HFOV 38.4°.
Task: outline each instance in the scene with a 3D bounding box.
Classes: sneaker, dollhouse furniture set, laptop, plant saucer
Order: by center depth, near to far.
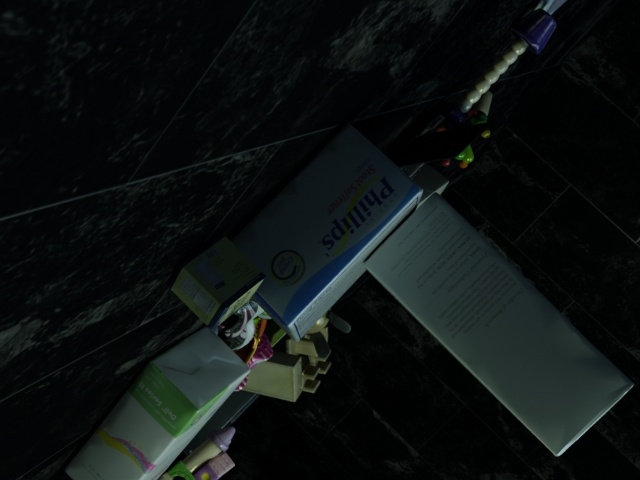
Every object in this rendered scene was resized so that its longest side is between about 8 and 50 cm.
[{"bbox_3d":[-0.157,0.138,1.609,0.077,0.072,0.178,-24,152,-38],"label":"sneaker"},{"bbox_3d":[-0.131,0.176,1.736,0.067,0.064,0.175,-29,-147,46],"label":"sneaker"},{"bbox_3d":[0.202,-0.119,1.830,0.234,0.136,0.264,-39,153,-54],"label":"laptop"},{"bbox_3d":[-0.184,0.236,1.834,0.111,0.103,0.252,-31,-176,26],"label":"sneaker"},{"bbox_3d":[-0.088,0.247,2.124,0.242,0.161,0.212,-52,146,-55],"label":"dollhouse furniture set"},{"bbox_3d":[-0.073,0.178,2.295,0.188,0.045,0.188,-44,172,-19],"label":"plant saucer"}]

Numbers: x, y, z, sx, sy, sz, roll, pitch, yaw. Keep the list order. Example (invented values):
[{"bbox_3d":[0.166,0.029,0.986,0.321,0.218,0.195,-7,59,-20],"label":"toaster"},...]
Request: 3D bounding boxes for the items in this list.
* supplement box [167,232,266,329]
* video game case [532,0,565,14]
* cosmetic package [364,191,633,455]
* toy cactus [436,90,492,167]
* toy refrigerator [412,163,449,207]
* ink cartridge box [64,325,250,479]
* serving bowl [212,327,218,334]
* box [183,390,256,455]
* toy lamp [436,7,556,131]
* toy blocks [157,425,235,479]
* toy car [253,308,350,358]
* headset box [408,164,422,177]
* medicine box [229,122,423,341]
[{"bbox_3d":[-0.131,0.051,1.165,0.083,0.083,0.056,-39,170,-41],"label":"supplement box"},{"bbox_3d":[0.501,-0.519,1.870,0.201,0.023,0.183,-44,172,-19],"label":"video game case"},{"bbox_3d":[0.257,0.119,1.366,0.156,0.385,0.217,-47,173,4],"label":"cosmetic package"},{"bbox_3d":[0.333,-0.265,2.095,0.219,0.112,0.180,97,19,-74],"label":"toy cactus"},{"bbox_3d":[0.206,-0.102,2.197,0.102,0.094,0.269,-58,168,29],"label":"toy refrigerator"},{"bbox_3d":[-0.297,0.330,1.584,0.353,0.119,0.207,-50,172,22],"label":"ink cartridge box"},{"bbox_3d":[-0.200,0.188,1.724,0.083,0.027,0.083,-45,173,-7],"label":"serving bowl"},{"bbox_3d":[-0.270,0.444,2.400,0.261,0.103,0.184,-44,175,-13],"label":"box"},{"bbox_3d":[0.346,-0.333,1.789,0.274,0.080,0.080,-48,172,10],"label":"toy lamp"},{"bbox_3d":[-0.277,0.509,2.018,0.260,0.288,0.309,-40,170,-3],"label":"toy blocks"},{"bbox_3d":[-0.039,0.129,1.678,0.149,0.188,0.155,-37,168,-52],"label":"toy car"},{"bbox_3d":[0.205,-0.164,2.076,0.062,0.032,0.083,-45,172,-12],"label":"headset box"},{"bbox_3d":[0.000,0.000,1.368,0.263,0.149,0.289,-46,172,-7],"label":"medicine box"}]
